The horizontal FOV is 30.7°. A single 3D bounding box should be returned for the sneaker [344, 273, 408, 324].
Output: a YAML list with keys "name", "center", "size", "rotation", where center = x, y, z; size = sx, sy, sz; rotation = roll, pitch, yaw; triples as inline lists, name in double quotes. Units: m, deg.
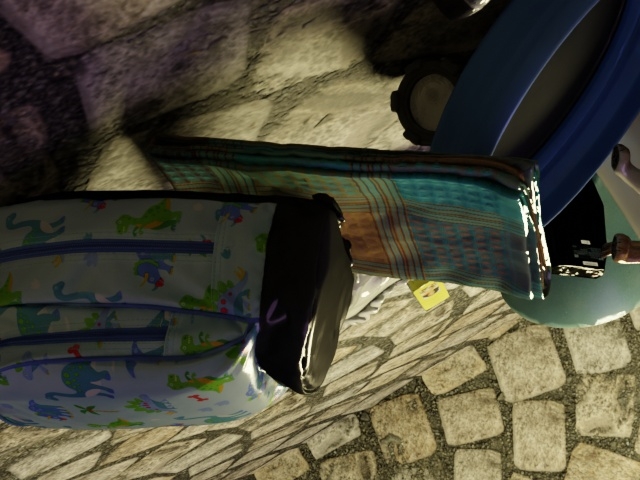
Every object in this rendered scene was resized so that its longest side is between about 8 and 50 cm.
- name: "sneaker"
  center: [0.081, 0.028, 1.700]
  size: [0.118, 0.110, 0.292]
  rotation: [-7, 143, -52]

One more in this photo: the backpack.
- name: "backpack"
  center: [-0.168, 0.065, 1.109]
  size: [0.355, 0.273, 0.290]
  rotation: [15, 165, 7]

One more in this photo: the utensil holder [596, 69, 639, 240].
- name: "utensil holder"
  center: [0.521, -0.120, 1.506]
  size: [0.327, 0.386, 0.327]
  rotation: [-25, 164, -8]

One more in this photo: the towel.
- name: "towel"
  center: [0.039, -0.019, 1.166]
  size: [0.370, 0.040, 0.271]
  rotation: [5, 157, 18]

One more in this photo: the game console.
- name: "game console"
  center: [0.274, -0.063, 1.670]
  size: [0.361, 0.213, 0.044]
  rotation: [8, 154, -35]

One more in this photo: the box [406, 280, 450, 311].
- name: "box"
  center: [0.178, 0.063, 2.075]
  size: [0.058, 0.087, 0.232]
  rotation: [-31, 164, 4]

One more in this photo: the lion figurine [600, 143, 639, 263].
- name: "lion figurine"
  center: [0.459, -0.110, 1.263]
  size: [0.240, 0.142, 0.392]
  rotation: [4, 137, -4]

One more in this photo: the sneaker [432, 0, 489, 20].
- name: "sneaker"
  center: [0.173, -0.275, 0.972]
  size: [0.132, 0.086, 0.229]
  rotation: [-25, 164, -22]

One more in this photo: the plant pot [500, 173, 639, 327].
- name: "plant pot"
  center: [0.408, -0.030, 1.903]
  size: [0.290, 0.290, 0.195]
  rotation: [-27, 129, -3]

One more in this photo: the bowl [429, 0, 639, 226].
- name: "bowl"
  center: [0.256, -0.159, 1.257]
  size: [0.391, 0.077, 0.391]
  rotation: [-40, 154, -24]

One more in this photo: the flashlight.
- name: "flashlight"
  center: [0.195, -0.161, 1.366]
  size: [0.304, 0.103, 0.103]
  rotation: [-11, 130, -59]
